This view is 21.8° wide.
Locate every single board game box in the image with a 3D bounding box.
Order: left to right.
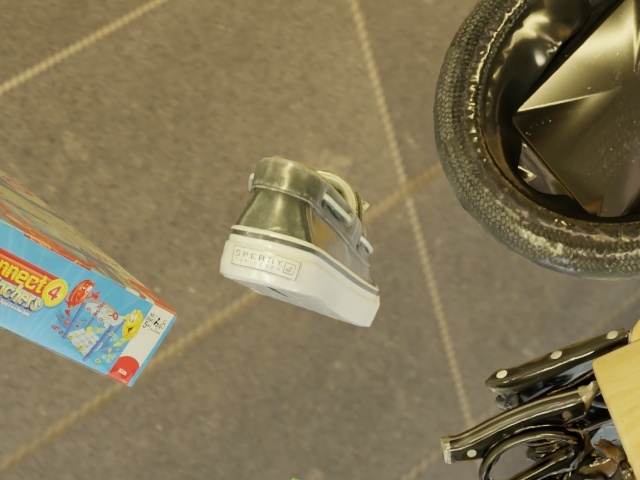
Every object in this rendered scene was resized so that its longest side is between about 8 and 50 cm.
[{"bbox_3d":[-0.330,-0.015,1.550,0.086,0.308,0.302,-55,142,1],"label":"board game box"}]

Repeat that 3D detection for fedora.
[{"bbox_3d":[0.260,-0.101,1.362,0.334,0.334,0.152,-54,159,-11],"label":"fedora"}]

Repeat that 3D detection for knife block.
[{"bbox_3d":[0.197,0.108,0.789,0.242,0.275,0.088,-51,127,-27],"label":"knife block"}]

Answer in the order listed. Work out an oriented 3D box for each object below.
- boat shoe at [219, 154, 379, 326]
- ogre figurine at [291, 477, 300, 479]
[{"bbox_3d":[0.000,0.000,1.427,0.335,0.121,0.119,45,62,-81],"label":"boat shoe"},{"bbox_3d":[0.016,0.253,1.372,0.197,0.118,0.097,31,75,-73],"label":"ogre figurine"}]
